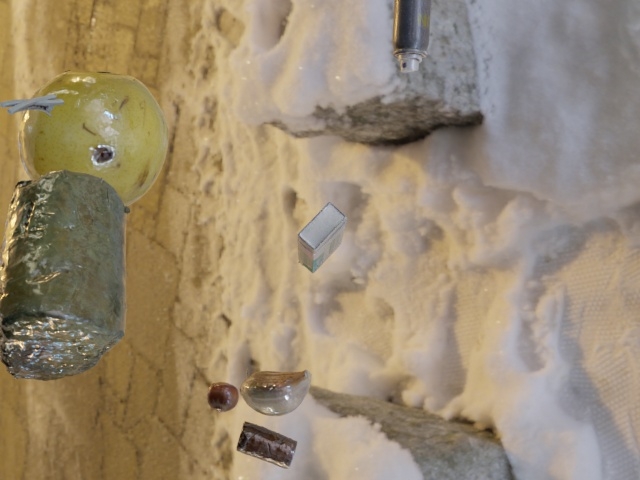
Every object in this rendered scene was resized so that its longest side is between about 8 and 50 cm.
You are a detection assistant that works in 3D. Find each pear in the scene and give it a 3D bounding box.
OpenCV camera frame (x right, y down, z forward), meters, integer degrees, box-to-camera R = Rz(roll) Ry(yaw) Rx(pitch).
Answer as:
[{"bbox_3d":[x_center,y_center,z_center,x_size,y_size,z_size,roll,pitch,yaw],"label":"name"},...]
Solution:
[{"bbox_3d":[-0.530,-0.238,1.666,0.348,0.348,0.348,-2,87,46],"label":"pear"}]

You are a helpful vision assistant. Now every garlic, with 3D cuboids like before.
[{"bbox_3d":[-0.125,0.354,1.699,0.198,0.128,0.090,-5,123,32],"label":"garlic"}]

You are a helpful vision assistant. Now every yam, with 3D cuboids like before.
[{"bbox_3d":[-0.132,0.496,1.713,0.141,0.079,0.079,20,108,1],"label":"yam"},{"bbox_3d":[-0.396,0.057,1.091,0.195,0.195,0.300,-44,40,36],"label":"yam"}]

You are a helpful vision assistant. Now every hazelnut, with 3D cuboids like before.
[{"bbox_3d":[-0.262,0.423,1.911,0.086,0.086,0.086,-2,87,46],"label":"hazelnut"}]

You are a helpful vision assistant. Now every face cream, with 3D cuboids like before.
[{"bbox_3d":[0.182,-0.474,1.395,0.073,0.073,0.283,4,92,46],"label":"face cream"}]

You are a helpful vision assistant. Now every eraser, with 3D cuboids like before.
[{"bbox_3d":[0.000,0.000,1.440,0.052,0.225,0.095,42,79,9],"label":"eraser"}]

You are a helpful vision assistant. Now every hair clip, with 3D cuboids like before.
[{"bbox_3d":[-0.493,-0.225,1.209,0.030,0.115,0.039,32,114,16],"label":"hair clip"}]
